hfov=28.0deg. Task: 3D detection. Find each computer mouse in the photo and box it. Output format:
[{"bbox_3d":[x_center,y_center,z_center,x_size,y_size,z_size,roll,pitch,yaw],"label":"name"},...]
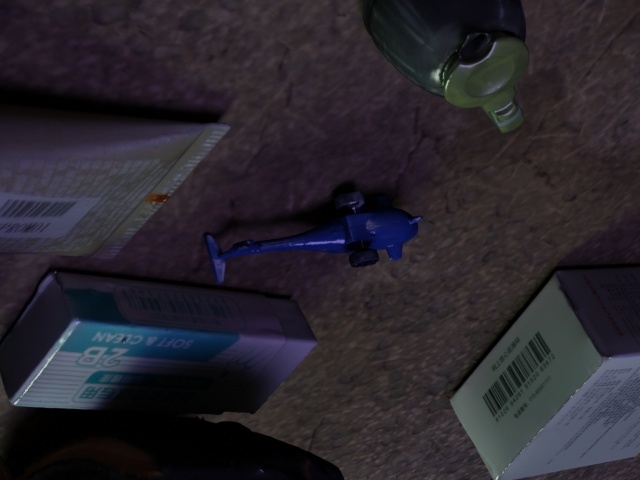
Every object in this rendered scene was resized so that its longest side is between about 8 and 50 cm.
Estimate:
[{"bbox_3d":[-0.123,0.191,0.975,0.323,0.116,0.183,-19,155,39],"label":"computer mouse"}]

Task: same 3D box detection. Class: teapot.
[{"bbox_3d":[0.093,-0.122,0.776,0.124,0.091,0.092,9,134,-43],"label":"teapot"}]

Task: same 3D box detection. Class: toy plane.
[{"bbox_3d":[0.000,0.000,0.922,0.167,0.054,0.062,-8,168,-30],"label":"toy plane"}]

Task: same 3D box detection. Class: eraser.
[{"bbox_3d":[-0.115,0.078,0.936,0.225,0.052,0.095,9,131,-44],"label":"eraser"}]

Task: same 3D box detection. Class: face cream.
[{"bbox_3d":[-0.204,-0.033,0.700,0.341,0.084,0.137,2,140,-51],"label":"face cream"}]

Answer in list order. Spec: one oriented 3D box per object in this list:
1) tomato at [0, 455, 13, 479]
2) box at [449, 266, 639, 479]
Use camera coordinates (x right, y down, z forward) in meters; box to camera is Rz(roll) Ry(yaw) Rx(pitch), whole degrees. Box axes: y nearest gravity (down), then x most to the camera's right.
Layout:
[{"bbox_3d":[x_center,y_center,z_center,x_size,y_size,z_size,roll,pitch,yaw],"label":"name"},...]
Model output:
[{"bbox_3d":[-0.311,0.183,0.779,0.270,0.223,0.270,2,143,1],"label":"tomato"},{"bbox_3d":[0.303,0.125,1.269,0.299,0.106,0.200,-3,140,-37],"label":"box"}]
